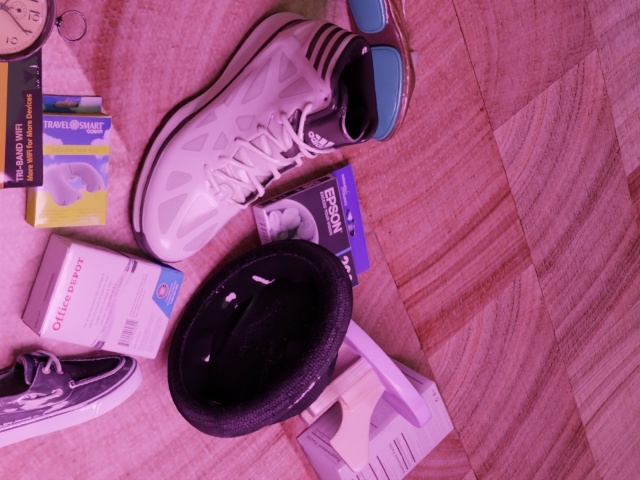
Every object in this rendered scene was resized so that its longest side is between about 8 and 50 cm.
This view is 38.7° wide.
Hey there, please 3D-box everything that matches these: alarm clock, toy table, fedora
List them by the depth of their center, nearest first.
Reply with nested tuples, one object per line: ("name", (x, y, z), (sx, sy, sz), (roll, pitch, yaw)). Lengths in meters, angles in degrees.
("alarm clock", (-0.367, -0.274, 1.083), (0.192, 0.064, 0.129), (10, 97, -37))
("fedora", (-0.072, 0.167, 1.412), (0.334, 0.334, 0.152), (-53, 138, -12))
("toy table", (0.038, 0.252, 1.558), (0.161, 0.274, 0.252), (-40, 159, -13))

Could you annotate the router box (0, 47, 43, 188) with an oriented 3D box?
("router box", (-0.471, -0.215, 1.117), (0.242, 0.081, 0.309), (-7, 108, -35))

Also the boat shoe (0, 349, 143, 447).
("boat shoe", (-0.400, 0.206, 1.293), (0.301, 0.108, 0.102), (-16, 115, -25))

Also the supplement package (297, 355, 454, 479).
("supplement package", (0.103, 0.359, 1.693), (0.244, 0.139, 0.134), (-38, 125, -20))

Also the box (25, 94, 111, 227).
("box", (-0.350, -0.109, 1.268), (0.109, 0.042, 0.178), (-4, 107, -37))

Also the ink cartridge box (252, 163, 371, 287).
("ink cartridge box", (0.000, 0.000, 1.539), (0.208, 0.045, 0.206), (-26, 116, -28))

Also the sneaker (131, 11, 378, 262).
("sneaker", (-0.086, -0.143, 1.318), (0.169, 0.257, 0.448), (41, 78, -38))

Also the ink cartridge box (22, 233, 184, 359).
("ink cartridge box", (-0.314, 0.083, 1.327), (0.190, 0.082, 0.140), (19, 92, -38))

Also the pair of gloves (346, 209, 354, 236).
("pair of gloves", (-0.005, 0.010, 1.579), (0.198, 0.023, 0.159), (-35, 122, -23))

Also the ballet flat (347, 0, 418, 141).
("ballet flat", (0.106, -0.341, 1.516), (0.124, 0.116, 0.342), (-36, 121, -47))
